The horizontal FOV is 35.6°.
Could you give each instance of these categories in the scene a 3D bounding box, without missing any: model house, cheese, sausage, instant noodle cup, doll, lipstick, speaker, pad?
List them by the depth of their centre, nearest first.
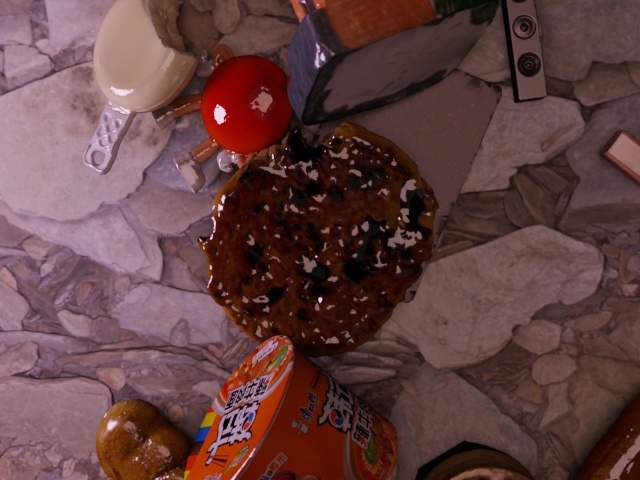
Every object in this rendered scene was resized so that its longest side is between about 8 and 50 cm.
[{"bbox_3d":[0.039,-0.338,1.274,0.271,0.190,0.301,-23,80,-20],"label":"model house"},{"bbox_3d":[-0.033,0.274,1.300,0.192,0.250,0.250,33,94,-17],"label":"instant noodle cup"},{"bbox_3d":[0.272,-0.285,1.347,0.040,0.046,0.191,-8,92,1],"label":"speaker"},{"bbox_3d":[-0.265,-0.223,1.348,0.249,0.070,0.163,-46,65,15],"label":"cheese"},{"bbox_3d":[0.451,-0.090,1.353,0.145,0.045,0.045,37,96,0],"label":"lipstick"},{"bbox_3d":[0.407,0.312,1.355,0.103,0.076,0.302,32,94,-43],"label":"sausage"},{"bbox_3d":[-0.122,-0.181,1.355,0.217,0.085,0.183,-27,86,20],"label":"doll"},{"bbox_3d":[0.091,-0.101,1.387,0.220,0.004,0.330,24,94,1],"label":"pad"}]

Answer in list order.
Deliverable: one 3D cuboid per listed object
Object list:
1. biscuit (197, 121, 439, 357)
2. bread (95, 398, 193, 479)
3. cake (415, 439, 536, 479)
[{"bbox_3d":[-0.003,-0.003,1.348,0.289,0.081,0.334,41,103,-8],"label":"biscuit"},{"bbox_3d":[-0.183,0.365,1.389,0.124,0.084,0.344,-40,92,26],"label":"bread"},{"bbox_3d":[0.217,0.386,1.329,0.207,0.178,0.185,28,95,3],"label":"cake"}]
